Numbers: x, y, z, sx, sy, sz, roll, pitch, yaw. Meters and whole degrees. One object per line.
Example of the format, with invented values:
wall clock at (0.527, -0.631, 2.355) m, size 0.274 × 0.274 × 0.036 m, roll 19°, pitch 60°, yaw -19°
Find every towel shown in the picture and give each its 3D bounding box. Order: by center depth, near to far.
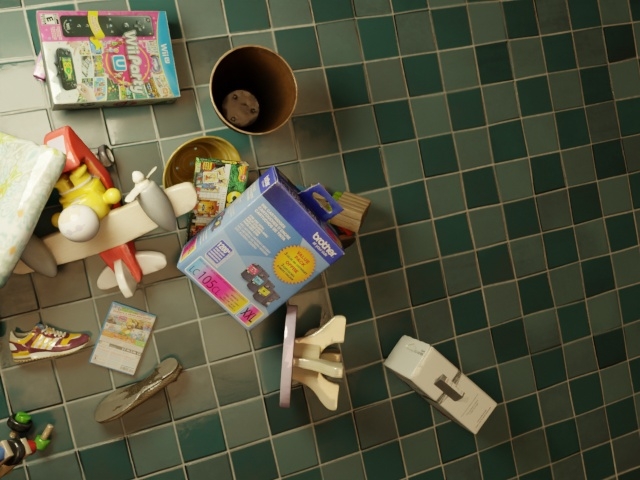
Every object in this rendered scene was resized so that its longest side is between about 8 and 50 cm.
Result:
towel at (-0.761, -0.094, 1.324) m, size 0.090 × 0.374 × 0.321 m, roll 30°, pitch 80°, yaw -59°

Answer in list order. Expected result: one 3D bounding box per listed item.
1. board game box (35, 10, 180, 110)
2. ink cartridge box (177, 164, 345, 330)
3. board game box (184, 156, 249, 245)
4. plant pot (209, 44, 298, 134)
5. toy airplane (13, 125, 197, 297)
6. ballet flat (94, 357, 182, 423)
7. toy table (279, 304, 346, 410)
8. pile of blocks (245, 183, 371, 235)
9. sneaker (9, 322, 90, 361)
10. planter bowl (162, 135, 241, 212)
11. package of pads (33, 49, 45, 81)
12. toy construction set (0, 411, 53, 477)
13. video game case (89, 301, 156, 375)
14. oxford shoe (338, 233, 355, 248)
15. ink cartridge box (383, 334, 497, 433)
board game box at (-0.526, -0.450, 1.470) m, size 0.303 × 0.097 × 0.224 m, roll -11°, pitch 94°, yaw -28°
ink cartridge box at (-0.127, 0.002, 1.504) m, size 0.395 × 0.151 × 0.270 m, roll -41°, pitch 113°, yaw 9°
board game box at (-0.273, -0.087, 1.542) m, size 0.136 × 0.030 × 0.260 m, roll 1°, pitch 119°, yaw -23°
plant pot at (-0.190, -0.365, 1.525) m, size 0.215 × 0.230 × 0.216 m, roll 0°, pitch 92°, yaw -16°
toy airplane at (-0.534, -0.032, 1.404) m, size 0.384 × 0.272 × 0.386 m, roll 24°, pitch 99°, yaw -6°
ballet flat at (-0.471, 0.400, 1.541) m, size 0.249 × 0.084 × 0.058 m, roll -35°, pitch 135°, yaw -16°
toy table at (-0.021, 0.319, 1.591) m, size 0.160 × 0.252 × 0.275 m, roll 5°, pitch 102°, yaw -1°
pile of blocks at (-0.041, -0.080, 1.648) m, size 0.362 × 0.149 × 0.113 m, roll 7°, pitch 122°, yaw -9°
sneaker at (-0.678, 0.245, 1.473) m, size 0.185 × 0.069 × 0.084 m, roll -10°, pitch 99°, yaw -17°
planter bowl at (-0.323, -0.186, 1.542) m, size 0.217 × 0.090 × 0.217 m, roll -20°, pitch 129°, yaw -27°
package of pads at (-0.691, -0.443, 1.470) m, size 0.031 × 0.050 × 0.083 m, roll 17°, pitch 86°, yaw -24°
toy construction set at (-0.817, 0.516, 1.331) m, size 0.257 × 0.309 × 0.237 m, roll 30°, pitch 87°, yaw -7°
video game case at (-0.519, 0.258, 1.548) m, size 0.119 × 0.015 × 0.166 m, roll 22°, pitch 85°, yaw -15°
oxford shoe at (0.000, 0.000, 1.673) m, size 0.212 × 0.076 × 0.076 m, roll -9°, pitch 59°, yaw -23°
ink cartridge box at (0.340, 0.412, 1.707) m, size 0.273 × 0.197 × 0.114 m, roll 42°, pitch 80°, yaw -13°
